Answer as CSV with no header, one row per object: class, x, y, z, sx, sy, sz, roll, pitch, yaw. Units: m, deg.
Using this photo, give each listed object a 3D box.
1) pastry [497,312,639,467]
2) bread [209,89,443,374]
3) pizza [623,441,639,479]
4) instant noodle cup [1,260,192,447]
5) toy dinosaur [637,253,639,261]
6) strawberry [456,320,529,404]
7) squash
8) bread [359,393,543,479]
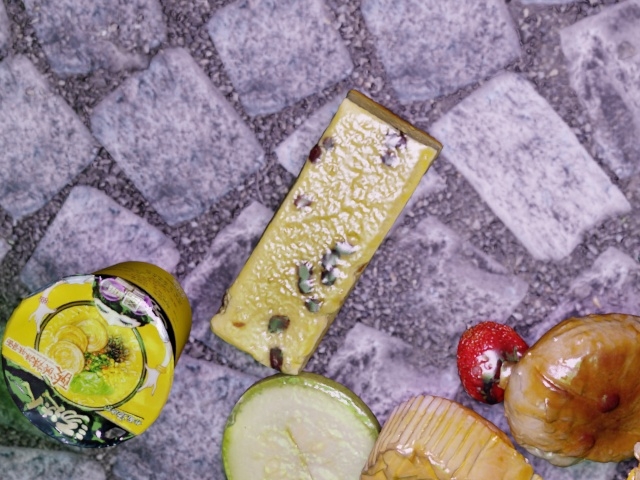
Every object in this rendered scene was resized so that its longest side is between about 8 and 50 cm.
pastry,0.333,0.183,1.733,0.218,0.100,0.229,34,101,-31
bread,0.000,0.000,1.784,0.138,0.077,0.361,32,105,2
pizza,0.439,0.338,1.781,0.127,0.058,0.246,-43,118,-6
instant noodle cup,-0.257,0.119,1.768,0.216,0.236,0.215,2,103,8
toy dinosaur,0.467,0.077,1.732,0.120,0.079,0.292,-18,97,18
strawberry,0.212,0.151,1.783,0.106,0.106,0.106,2,103,8
squash,-0.025,0.279,1.869,0.219,0.041,0.219,2,102,8
bread,0.174,0.310,1.779,0.250,0.133,0.179,41,135,-2
